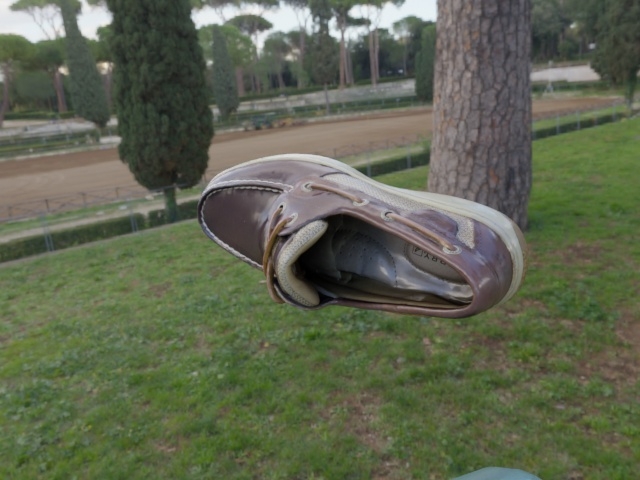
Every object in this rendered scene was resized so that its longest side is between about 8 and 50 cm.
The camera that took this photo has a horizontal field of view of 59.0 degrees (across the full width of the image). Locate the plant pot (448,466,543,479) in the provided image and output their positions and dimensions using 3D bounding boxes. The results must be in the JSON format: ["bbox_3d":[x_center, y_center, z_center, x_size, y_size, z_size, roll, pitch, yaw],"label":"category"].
[{"bbox_3d":[0.187,0.474,0.751,0.334,0.341,0.341,-2,9,-41],"label":"plant pot"}]

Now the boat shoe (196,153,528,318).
[{"bbox_3d":[0.000,0.000,0.511,0.342,0.123,0.123,17,25,30],"label":"boat shoe"}]
